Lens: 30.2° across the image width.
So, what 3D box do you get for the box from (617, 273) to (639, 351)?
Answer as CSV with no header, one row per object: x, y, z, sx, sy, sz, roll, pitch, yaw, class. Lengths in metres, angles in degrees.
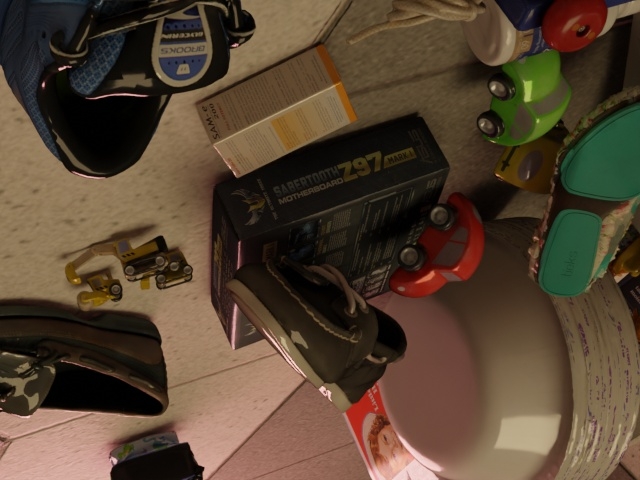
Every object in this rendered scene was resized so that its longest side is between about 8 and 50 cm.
0.524,0.017,1.345,0.296,0.182,0.294,-26,165,-46,box

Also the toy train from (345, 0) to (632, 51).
0.136,-0.193,0.697,0.248,0.105,0.143,-17,146,-16,toy train

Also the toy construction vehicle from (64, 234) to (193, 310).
-0.154,0.022,0.958,0.098,0.035,0.086,-18,167,-9,toy construction vehicle

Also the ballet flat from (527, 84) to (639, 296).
0.224,-0.051,0.961,0.091,0.077,0.241,17,137,-3,ballet flat

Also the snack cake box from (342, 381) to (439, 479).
0.120,0.231,1.372,0.089,0.264,0.152,-11,154,-30,snack cake box

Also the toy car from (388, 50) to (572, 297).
0.154,-0.070,0.942,0.239,0.053,0.225,-42,157,-29,toy car

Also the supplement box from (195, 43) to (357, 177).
-0.030,-0.089,0.826,0.098,0.036,0.062,-26,157,2,supplement box

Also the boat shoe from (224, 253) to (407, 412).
0.007,0.062,0.962,0.095,0.112,0.335,-42,163,-4,boat shoe

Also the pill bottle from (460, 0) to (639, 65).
0.161,-0.165,0.811,0.120,0.067,0.067,-18,156,-16,pill bottle

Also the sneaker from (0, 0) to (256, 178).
-0.069,-0.146,0.525,0.130,0.147,0.330,-12,153,-28,sneaker

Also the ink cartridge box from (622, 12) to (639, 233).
0.375,-0.125,0.970,0.223,0.129,0.307,-23,147,-6,ink cartridge box

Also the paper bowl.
0.160,0.123,1.154,0.148,0.284,0.284,-7,151,-31,paper bowl

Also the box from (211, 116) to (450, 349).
0.000,0.000,1.017,0.183,0.059,0.232,-21,157,-14,box

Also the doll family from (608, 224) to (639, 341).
0.343,0.022,1.142,0.163,0.263,0.118,-37,153,-15,doll family

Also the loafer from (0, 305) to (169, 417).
-0.229,0.110,0.998,0.096,0.084,0.267,-39,153,31,loafer

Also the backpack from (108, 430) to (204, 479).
-0.196,0.280,1.397,0.105,0.084,0.114,-17,151,-17,backpack
